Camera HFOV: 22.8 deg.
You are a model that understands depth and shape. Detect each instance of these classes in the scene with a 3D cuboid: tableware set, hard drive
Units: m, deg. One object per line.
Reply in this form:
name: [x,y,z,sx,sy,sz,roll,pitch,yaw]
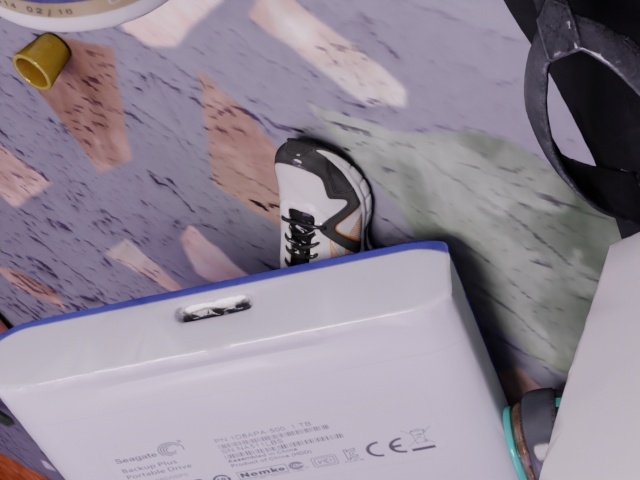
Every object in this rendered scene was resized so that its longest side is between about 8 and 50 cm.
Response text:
tableware set: [-0.185,-0.121,0.743,0.154,0.024,0.104,31,153,9]
hard drive: [0.002,0.132,0.795,0.210,0.040,0.319,-12,137,13]

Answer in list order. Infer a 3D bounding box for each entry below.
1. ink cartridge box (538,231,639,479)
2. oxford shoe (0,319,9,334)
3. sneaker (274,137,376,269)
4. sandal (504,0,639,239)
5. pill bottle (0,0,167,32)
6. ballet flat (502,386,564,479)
ink cartridge box: [0.235,0.065,0.406,0.226,0.131,0.306,31,152,-16]
oxford shoe: [-0.352,0.017,1.034,0.348,0.130,0.123,44,152,-15]
sneaker: [0.000,0.000,0.704,0.040,0.044,0.109,20,147,32]
sandal: [0.116,-0.028,0.513,0.097,0.054,0.254,8,142,42]
pill bottle: [-0.090,-0.155,0.506,0.094,0.094,0.169,25,151,21]
ballet flat: [0.139,0.143,0.749,0.074,0.074,0.203,14,141,35]
